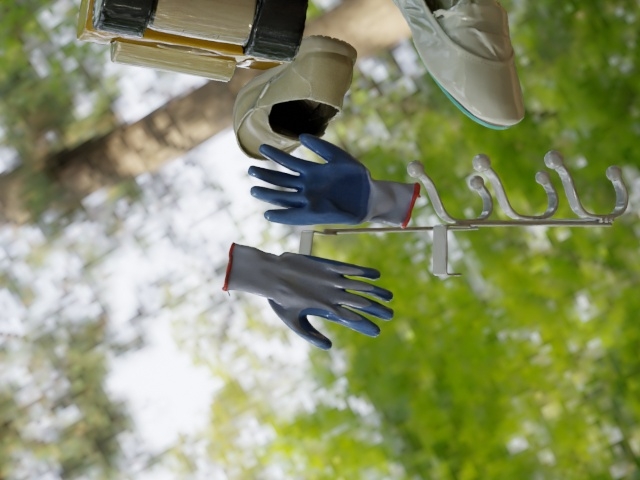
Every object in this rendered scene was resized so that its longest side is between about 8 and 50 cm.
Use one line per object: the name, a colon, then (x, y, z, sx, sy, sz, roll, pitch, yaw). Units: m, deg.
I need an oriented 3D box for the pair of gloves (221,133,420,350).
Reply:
pair of gloves: (0.000, 0.000, 1.684, 0.023, 0.159, 0.198, 103, -178, -66)

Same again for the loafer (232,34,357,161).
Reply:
loafer: (-0.042, -0.159, 2.334, 0.102, 0.268, 0.092, 17, -119, -16)

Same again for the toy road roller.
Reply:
toy road roller: (-0.117, -0.297, 1.869, 0.329, 0.202, 0.241, 173, 106, -78)

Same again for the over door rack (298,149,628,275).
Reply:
over door rack: (0.163, -0.039, 2.162, 0.324, 0.239, 0.108, -16, -81, -41)

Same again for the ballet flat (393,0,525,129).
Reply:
ballet flat: (0.192, -0.320, 2.668, 0.139, 0.139, 0.400, 35, -160, -41)
